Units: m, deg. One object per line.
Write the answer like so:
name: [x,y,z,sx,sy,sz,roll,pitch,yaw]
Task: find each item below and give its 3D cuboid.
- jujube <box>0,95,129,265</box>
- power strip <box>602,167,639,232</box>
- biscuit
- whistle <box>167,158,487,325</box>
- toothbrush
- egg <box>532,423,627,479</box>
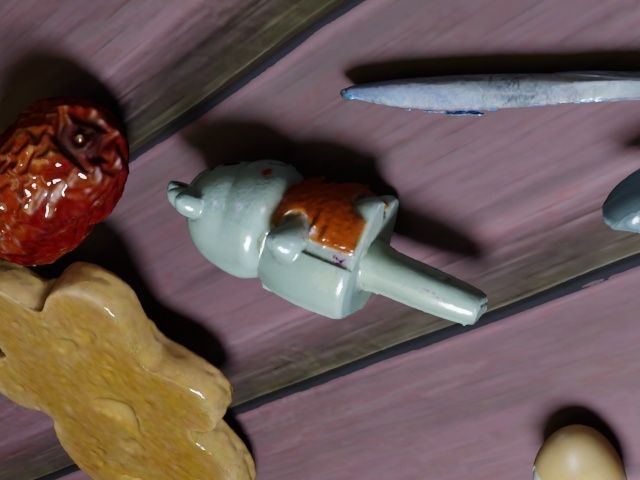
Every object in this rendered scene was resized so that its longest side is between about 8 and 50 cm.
jujube: [-0.217,-0.041,0.897,0.176,0.112,0.109,-41,69,51]
power strip: [0.281,0.024,0.674,0.167,0.054,0.253,-16,121,35]
biscuit: [-0.185,0.148,1.057,0.275,0.052,0.355,-2,133,34]
whistle: [-0.001,0.002,0.808,0.253,0.102,0.106,23,131,17]
toothbrush: [0.194,-0.090,0.662,0.413,0.035,0.042,2,105,30]
egg: [0.196,0.179,0.855,0.071,0.071,0.083,-2,121,32]
